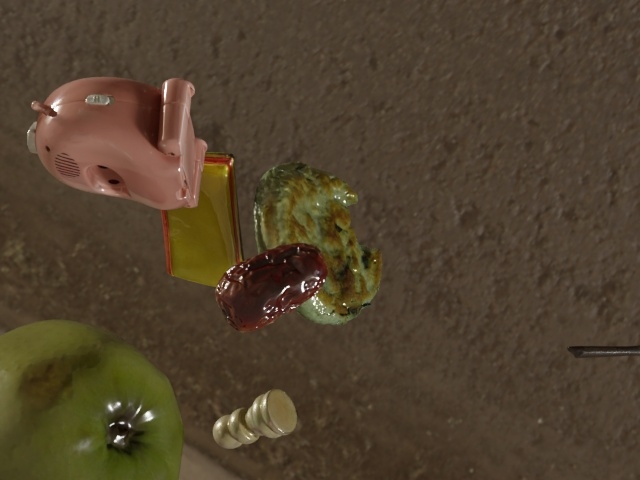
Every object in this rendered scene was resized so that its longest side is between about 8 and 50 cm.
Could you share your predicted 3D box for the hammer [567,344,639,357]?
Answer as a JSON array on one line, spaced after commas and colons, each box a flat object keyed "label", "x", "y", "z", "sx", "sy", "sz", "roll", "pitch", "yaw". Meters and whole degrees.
[{"label": "hammer", "x": 0.443, "y": 0.168, "z": 1.412, "sx": 0.021, "sy": 0.178, "sz": 0.065, "roll": -142, "pitch": 56, "yaw": -67}]

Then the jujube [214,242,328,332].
[{"label": "jujube", "x": -0.053, "y": 0.048, "z": 1.056, "sx": 0.077, "sy": 0.129, "sz": 0.077, "roll": 60, "pitch": 172, "yaw": 14}]

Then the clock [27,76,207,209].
[{"label": "clock", "x": -0.297, "y": -0.130, "z": 1.368, "sx": 0.241, "sy": 0.142, "sz": 0.227, "roll": 5, "pitch": 158, "yaw": 1}]

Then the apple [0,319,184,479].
[{"label": "apple", "x": -0.456, "y": 0.359, "z": 1.636, "sx": 0.474, "sy": 0.473, "sz": 0.473, "roll": 20, "pitch": 132, "yaw": 23}]

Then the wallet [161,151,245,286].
[{"label": "wallet", "x": -0.197, "y": -0.039, "z": 1.572, "sx": 0.141, "sy": 0.067, "sz": 0.241, "roll": 8, "pitch": 125, "yaw": 14}]

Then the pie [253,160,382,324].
[{"label": "pie", "x": -0.004, "y": 0.001, "z": 1.559, "sx": 0.067, "sy": 0.302, "sz": 0.302, "roll": -23, "pitch": 108, "yaw": 32}]

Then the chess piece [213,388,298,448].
[{"label": "chess piece", "x": -0.137, "y": 0.365, "z": 1.892, "sx": 0.171, "sy": 0.094, "sz": 0.094, "roll": -29, "pitch": 104, "yaw": 28}]
